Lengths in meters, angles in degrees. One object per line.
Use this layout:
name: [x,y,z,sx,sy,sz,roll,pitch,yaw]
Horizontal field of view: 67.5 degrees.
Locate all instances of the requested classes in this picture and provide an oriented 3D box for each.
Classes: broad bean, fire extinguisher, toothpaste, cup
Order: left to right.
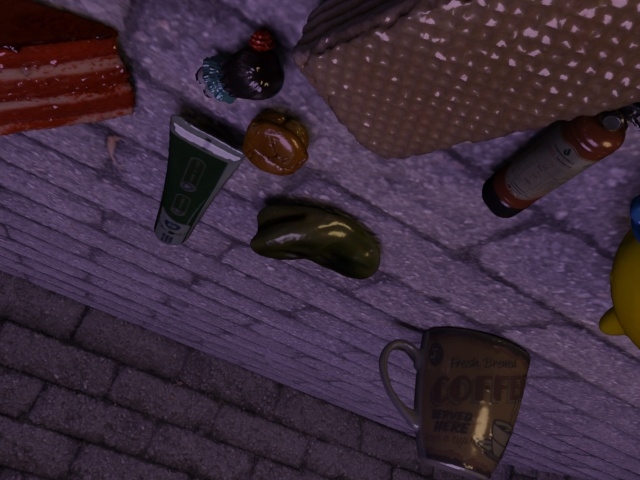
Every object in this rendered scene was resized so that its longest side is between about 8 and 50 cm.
toothpaste: [-0.209,-0.066,0.737,0.098,0.061,0.392,26,151,-14]
broad bean: [-0.001,0.003,0.735,0.206,0.072,0.153,16,160,-21]
cup: [0.255,0.322,0.977,0.301,0.257,0.227,19,153,4]
fire extinguisher: [0.216,-0.073,0.426,0.062,0.050,0.177,46,155,4]

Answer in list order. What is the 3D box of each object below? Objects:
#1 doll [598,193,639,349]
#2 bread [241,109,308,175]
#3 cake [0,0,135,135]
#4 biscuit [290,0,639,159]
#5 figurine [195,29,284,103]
doll: [0.384,0.068,0.493,0.199,0.145,0.363,-17,133,39]
bread: [-0.050,-0.109,0.548,0.083,0.046,0.081,-2,146,40]
cake: [-0.358,-0.217,0.544,0.262,0.160,0.158,-13,159,-14]
biscuit: [0.173,-0.147,0.272,0.426,0.079,0.144,-6,145,41]
figurine: [-0.080,-0.164,0.464,0.106,0.047,0.060,7,117,40]
